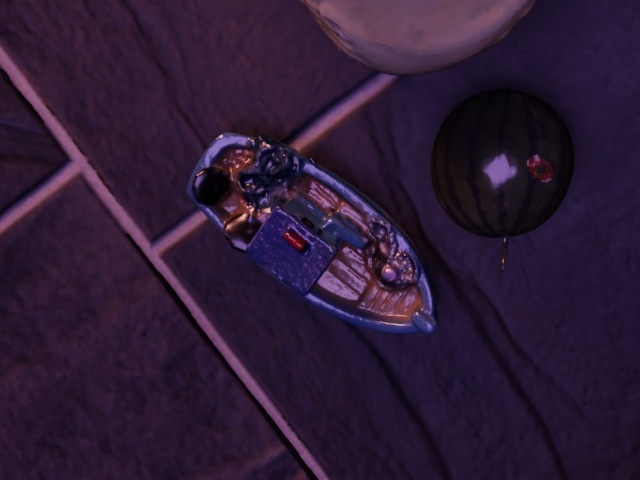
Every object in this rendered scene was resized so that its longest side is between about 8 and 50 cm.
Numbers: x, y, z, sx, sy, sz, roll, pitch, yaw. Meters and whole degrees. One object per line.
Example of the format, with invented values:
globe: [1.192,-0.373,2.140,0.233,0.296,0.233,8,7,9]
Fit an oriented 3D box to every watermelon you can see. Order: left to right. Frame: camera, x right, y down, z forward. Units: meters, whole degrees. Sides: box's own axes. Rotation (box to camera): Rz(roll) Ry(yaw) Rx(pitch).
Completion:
watermelon: [0.132,-0.043,0.956,0.105,0.105,0.133,1,86,11]

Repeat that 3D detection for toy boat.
toy boat: [0.000,0.000,1.002,0.223,0.097,0.100,35,111,2]

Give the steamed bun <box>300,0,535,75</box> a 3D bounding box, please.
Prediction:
steamed bun: [0.061,-0.264,0.834,0.272,0.290,0.273,-39,112,12]
